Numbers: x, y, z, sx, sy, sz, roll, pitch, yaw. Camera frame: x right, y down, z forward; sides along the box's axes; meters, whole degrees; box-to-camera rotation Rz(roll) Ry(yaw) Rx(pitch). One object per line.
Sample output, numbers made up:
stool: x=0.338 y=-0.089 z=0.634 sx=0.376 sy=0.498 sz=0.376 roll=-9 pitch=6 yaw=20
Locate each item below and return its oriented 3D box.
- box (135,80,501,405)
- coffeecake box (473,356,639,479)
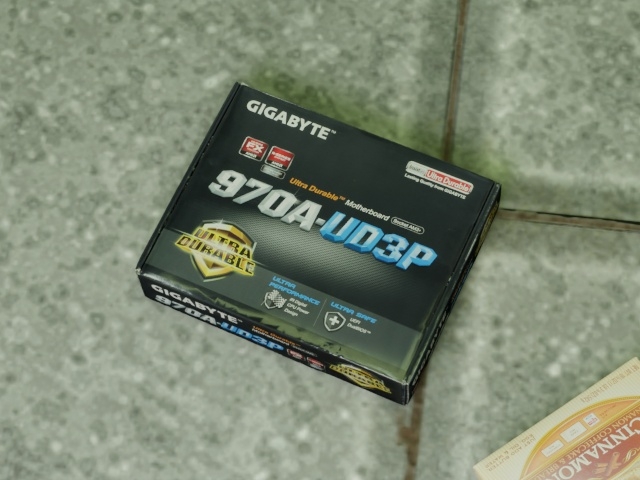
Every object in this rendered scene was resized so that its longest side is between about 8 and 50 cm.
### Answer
box: x=0.000 y=0.000 z=1.347 sx=0.220 sy=0.051 sz=0.175 roll=22 pitch=69 yaw=13
coffeecake box: x=0.214 y=0.188 z=1.213 sx=0.142 sy=0.068 sz=0.185 roll=-32 pitch=47 yaw=-11
